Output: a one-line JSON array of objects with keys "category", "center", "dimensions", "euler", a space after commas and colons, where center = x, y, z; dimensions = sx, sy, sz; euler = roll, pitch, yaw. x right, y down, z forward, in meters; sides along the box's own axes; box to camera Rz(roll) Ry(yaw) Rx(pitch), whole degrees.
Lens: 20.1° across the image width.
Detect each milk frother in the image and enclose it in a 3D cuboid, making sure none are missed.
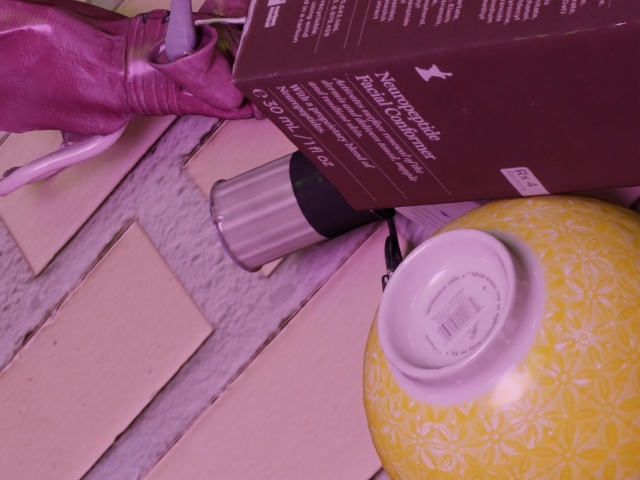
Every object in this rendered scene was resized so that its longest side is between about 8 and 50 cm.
[{"category": "milk frother", "center": [0.000, 0.000, 1.477], "dimensions": [0.135, 0.129, 0.143], "euler": [-22, 52, 25]}]

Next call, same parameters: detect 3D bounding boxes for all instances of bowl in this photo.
[{"category": "bowl", "center": [0.130, 0.075, 1.304], "dimensions": [0.289, 0.156, 0.289], "euler": [-22, 52, 31]}]

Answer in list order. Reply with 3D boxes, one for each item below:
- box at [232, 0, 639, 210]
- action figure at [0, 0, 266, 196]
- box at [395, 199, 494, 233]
[{"category": "box", "center": [0.151, -0.133, 1.263], "dimensions": [0.381, 0.191, 0.143], "euler": [-6, 56, 33]}, {"category": "action figure", "center": [-0.153, -0.149, 1.624], "dimensions": [0.370, 0.248, 0.275], "euler": [5, 108, 15]}, {"category": "box", "center": [0.101, -0.168, 1.514], "dimensions": [0.063, 0.067, 0.324], "euler": [-16, 61, 32]}]
